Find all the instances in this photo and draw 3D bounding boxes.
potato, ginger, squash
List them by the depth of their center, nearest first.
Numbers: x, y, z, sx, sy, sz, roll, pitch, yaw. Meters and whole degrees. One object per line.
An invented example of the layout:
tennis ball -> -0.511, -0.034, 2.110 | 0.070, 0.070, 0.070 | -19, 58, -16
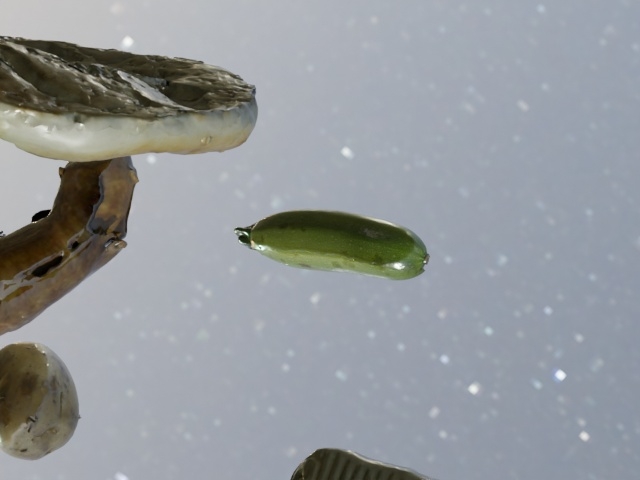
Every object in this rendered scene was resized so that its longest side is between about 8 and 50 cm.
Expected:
ginger -> -0.305, 0.013, 1.728 | 0.309, 0.133, 0.107 | -42, 159, -7
potato -> -0.389, 0.217, 2.213 | 0.235, 0.128, 0.161 | 142, -53, -62
squash -> 0.000, 0.000, 2.315 | 0.341, 0.094, 0.094 | 8, -123, 37

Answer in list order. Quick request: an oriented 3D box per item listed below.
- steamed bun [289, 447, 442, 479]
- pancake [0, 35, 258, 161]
steamed bun -> 0.047, 0.290, 1.317 | 0.218, 0.144, 0.211 | 6, -129, 25
pancake -> -0.241, -0.135, 1.457 | 0.387, 0.387, 0.082 | -143, -117, -69
